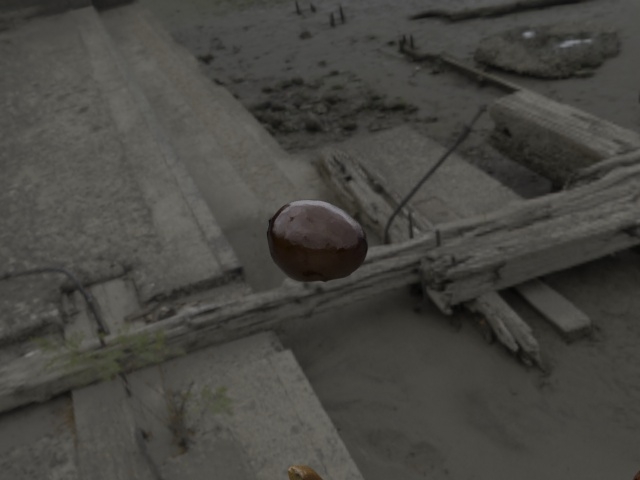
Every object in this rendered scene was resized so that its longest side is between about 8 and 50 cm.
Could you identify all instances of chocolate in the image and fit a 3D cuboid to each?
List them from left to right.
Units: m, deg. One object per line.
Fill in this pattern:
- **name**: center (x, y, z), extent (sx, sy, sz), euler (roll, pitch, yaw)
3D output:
- **chocolate**: center (0.000, 0.000, 1.064), extent (0.133, 0.124, 0.127), euler (-12, -13, 17)

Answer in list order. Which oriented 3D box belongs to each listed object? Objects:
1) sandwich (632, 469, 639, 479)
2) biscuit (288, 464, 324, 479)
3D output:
- **sandwich**: center (0.349, 0.228, 0.656), extent (0.109, 0.212, 0.292), euler (36, 84, 15)
- **biscuit**: center (0.005, 0.437, 1.079), extent (0.033, 0.144, 0.224), euler (-16, 69, 19)
